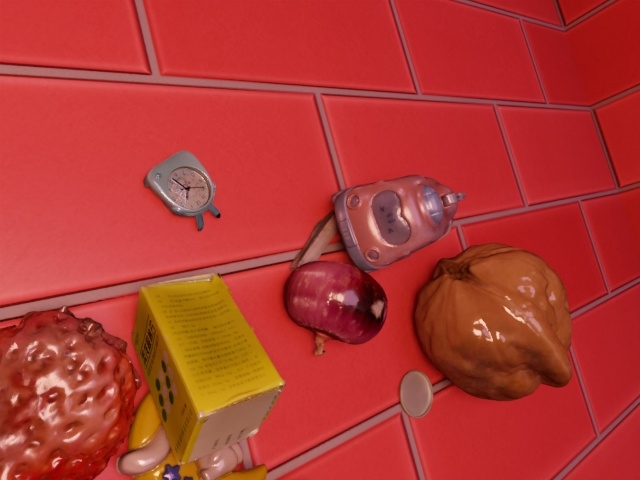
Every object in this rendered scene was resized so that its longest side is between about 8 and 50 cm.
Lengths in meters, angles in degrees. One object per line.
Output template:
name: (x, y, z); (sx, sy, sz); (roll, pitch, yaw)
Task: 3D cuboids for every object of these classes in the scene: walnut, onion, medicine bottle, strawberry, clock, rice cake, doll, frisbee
walnut: (0.410, 0.199, 1.094); (0.384, 0.384, 0.382); (11, 71, -33)
onion: (0.040, 0.124, 0.918); (0.200, 0.201, 0.207); (-47, 114, -35)
medicine bottle: (-0.187, 0.186, 0.711); (0.141, 0.137, 0.250); (-10, 47, -37)
strawberry: (-0.394, 0.256, 0.603); (0.265, 0.149, 0.335); (40, 58, -22)
clock: (-0.251, -0.090, 0.869); (0.147, 0.045, 0.108); (53, 55, -12)
rice cake: (0.000, 0.000, 1.029); (0.047, 0.036, 0.206); (53, 53, -26)
doll: (-0.195, 0.325, 0.744); (0.252, 0.111, 0.237); (-10, 66, -34)
frisbee: (0.229, 0.367, 1.097); (0.110, 0.014, 0.110); (11, 72, -34)

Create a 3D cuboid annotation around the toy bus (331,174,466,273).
toy bus: (0.182, -0.055, 1.029); (0.294, 0.232, 0.197); (-13, 84, -55)
